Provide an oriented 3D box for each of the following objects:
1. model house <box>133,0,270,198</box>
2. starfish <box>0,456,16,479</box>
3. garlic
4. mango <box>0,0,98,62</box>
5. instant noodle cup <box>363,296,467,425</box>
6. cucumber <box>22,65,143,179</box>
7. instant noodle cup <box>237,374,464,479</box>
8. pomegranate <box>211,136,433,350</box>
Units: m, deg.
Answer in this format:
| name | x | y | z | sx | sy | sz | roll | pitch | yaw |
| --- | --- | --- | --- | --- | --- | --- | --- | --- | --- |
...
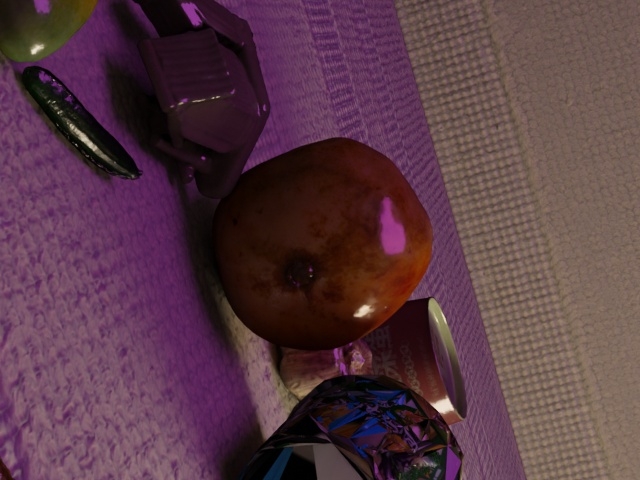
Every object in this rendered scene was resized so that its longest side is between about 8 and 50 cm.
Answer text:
| name | x | y | z | sx | sy | sz | roll | pitch | yaw |
| --- | --- | --- | --- | --- | --- | --- | --- | --- | --- |
| model house | -0.142 | -0.180 | 1.362 | 0.188 | 0.122 | 0.229 | 34 | 39 | -62 |
| starfish | -0.185 | 0.273 | 0.771 | 0.398 | 0.132 | 0.384 | -72 | 141 | -70 |
| garlic | 0.012 | 0.158 | 1.611 | 0.147 | 0.102 | 0.159 | -19 | 92 | -60 |
| mango | -0.245 | -0.239 | 1.100 | 0.130 | 0.091 | 0.195 | 58 | 31 | -55 |
| instant noodle cup | 0.096 | 0.186 | 1.772 | 0.235 | 0.178 | 0.235 | -17 | 90 | -76 |
| cucumber | -0.220 | -0.103 | 1.159 | 0.184 | 0.033 | 0.036 | 54 | 51 | -55 |
| instant noodle cup | 0.023 | 0.274 | 1.363 | 0.178 | 0.240 | 0.240 | -19 | 94 | -66 |
| pomegranate | 0.000 | 0.000 | 1.465 | 0.229 | 0.252 | 0.270 | 59 | 11 | -7 |
